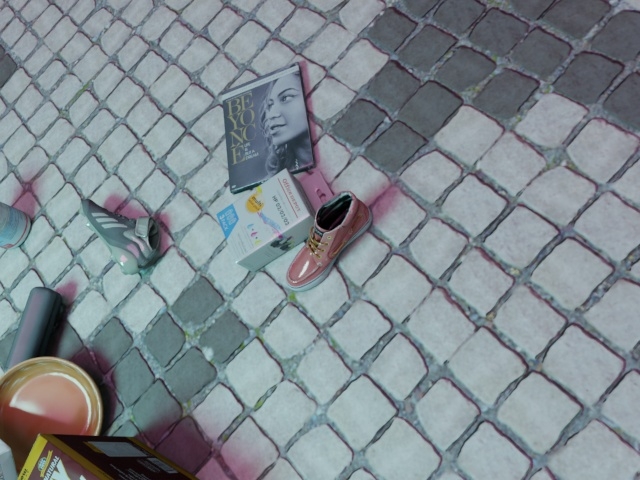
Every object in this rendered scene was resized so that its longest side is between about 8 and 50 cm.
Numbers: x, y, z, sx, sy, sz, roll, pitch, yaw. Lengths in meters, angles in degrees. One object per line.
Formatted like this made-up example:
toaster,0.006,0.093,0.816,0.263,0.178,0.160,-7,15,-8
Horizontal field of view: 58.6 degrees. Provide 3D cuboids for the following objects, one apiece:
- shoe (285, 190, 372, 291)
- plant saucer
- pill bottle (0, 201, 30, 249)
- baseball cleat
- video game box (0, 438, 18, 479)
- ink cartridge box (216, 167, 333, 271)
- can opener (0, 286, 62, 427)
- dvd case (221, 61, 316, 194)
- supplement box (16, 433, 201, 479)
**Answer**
shoe,0.000,0.000,0.876,0.178,0.081,0.063,-45,60,3
plant saucer,-0.463,0.297,0.961,0.200,0.037,0.199,0,79,-1
pill bottle,-0.678,-0.045,1.148,0.087,0.160,0.087,-9,68,21
baseball cleat,-0.368,-0.024,1.067,0.109,0.072,0.206,-39,64,-9
video game box,-0.542,0.370,0.906,0.205,0.048,0.187,15,114,35
ink cartridge box,-0.068,-0.042,0.933,0.181,0.061,0.104,-32,62,9
can opener,-0.515,0.230,1.039,0.095,0.076,0.283,13,75,-5
dvd case,-0.099,-0.205,1.033,0.165,0.018,0.221,-16,65,18
supplement box,-0.293,0.375,0.802,0.191,0.194,0.129,18,80,28
